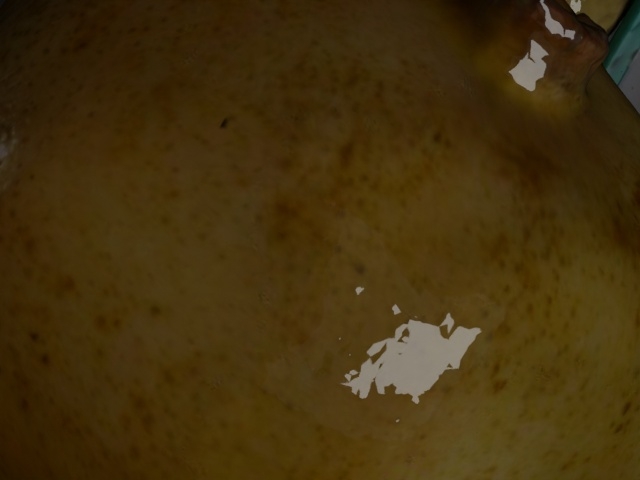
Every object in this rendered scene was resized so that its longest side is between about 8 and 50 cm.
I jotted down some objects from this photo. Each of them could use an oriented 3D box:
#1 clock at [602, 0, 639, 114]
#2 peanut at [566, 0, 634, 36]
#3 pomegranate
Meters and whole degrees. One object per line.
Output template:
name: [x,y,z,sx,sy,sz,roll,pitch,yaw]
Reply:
clock: [0.238,0.008,1.164,0.116,0.231,0.262,-3,132,-39]
peanut: [0.157,-0.216,1.149,0.117,0.101,0.263,-4,111,-54]
pomegranate: [0.000,0.000,0.968,0.417,0.417,0.416,-10,114,-24]
